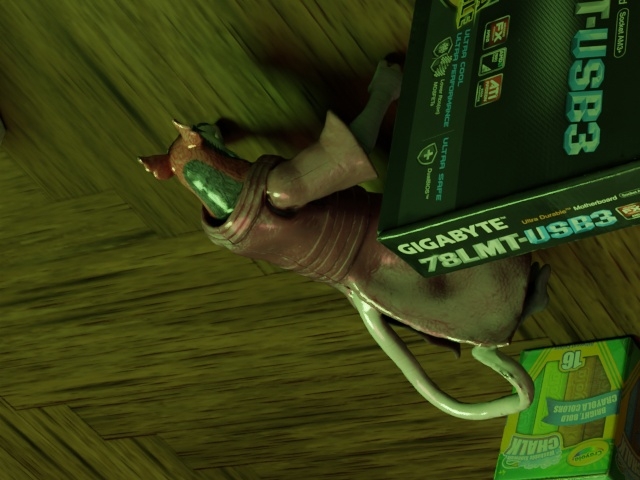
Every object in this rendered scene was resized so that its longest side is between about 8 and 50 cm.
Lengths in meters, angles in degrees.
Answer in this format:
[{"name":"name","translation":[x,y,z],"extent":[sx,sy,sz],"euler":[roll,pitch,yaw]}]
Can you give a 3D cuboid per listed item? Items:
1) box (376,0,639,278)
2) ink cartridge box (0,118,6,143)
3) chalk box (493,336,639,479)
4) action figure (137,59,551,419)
[{"name":"box","translation":[0.192,-0.138,1.240],"extent":[0.293,0.295,0.073],"euler":[-16,140,38]},{"name":"ink cartridge box","translation":[-0.423,-0.119,1.614],"extent":[0.168,0.171,0.232],"euler":[6,142,14]},{"name":"chalk box","translation":[0.267,0.225,1.764],"extent":[0.132,0.213,0.132],"euler":[-10,136,32]},{"name":"action figure","translation":[0.000,0.000,1.543],"extent":[0.370,0.275,0.248],"euler":[18,153,-27]}]
